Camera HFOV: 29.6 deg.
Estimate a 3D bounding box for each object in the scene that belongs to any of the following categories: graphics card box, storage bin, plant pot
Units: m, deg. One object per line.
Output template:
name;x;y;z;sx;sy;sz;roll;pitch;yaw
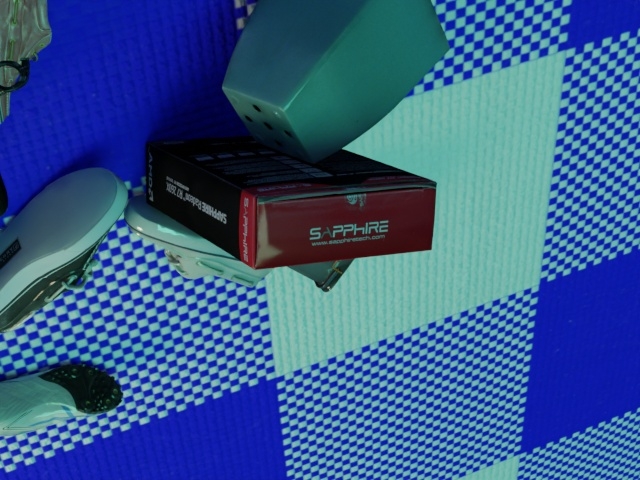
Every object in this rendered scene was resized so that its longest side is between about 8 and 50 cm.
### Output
graphics card box;-0.050;-0.059;1.492;0.233;0.371;0.094;-7;107;-27
storage bin;0.000;0.000;1.782;0.091;0.098;0.135;22;116;-30
plant pot;0.007;-0.220;1.455;0.234;0.166;0.165;-53;141;-18

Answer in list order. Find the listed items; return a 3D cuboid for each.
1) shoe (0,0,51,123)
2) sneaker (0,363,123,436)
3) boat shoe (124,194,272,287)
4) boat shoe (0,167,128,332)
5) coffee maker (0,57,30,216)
shoe;-0.351;-0.213;1.397;0.081;0.063;0.178;-8;129;-20
sneaker;-0.408;0.238;1.781;0.237;0.085;0.086;-5;158;-30
boat shoe;-0.172;0.010;1.691;0.267;0.096;0.088;14;116;-48
boat shoe;-0.349;0.024;1.585;0.306;0.113;0.105;-42;143;15
coffee maker;-0.402;-0.104;1.354;0.171;0.120;0.178;0;139;-1
